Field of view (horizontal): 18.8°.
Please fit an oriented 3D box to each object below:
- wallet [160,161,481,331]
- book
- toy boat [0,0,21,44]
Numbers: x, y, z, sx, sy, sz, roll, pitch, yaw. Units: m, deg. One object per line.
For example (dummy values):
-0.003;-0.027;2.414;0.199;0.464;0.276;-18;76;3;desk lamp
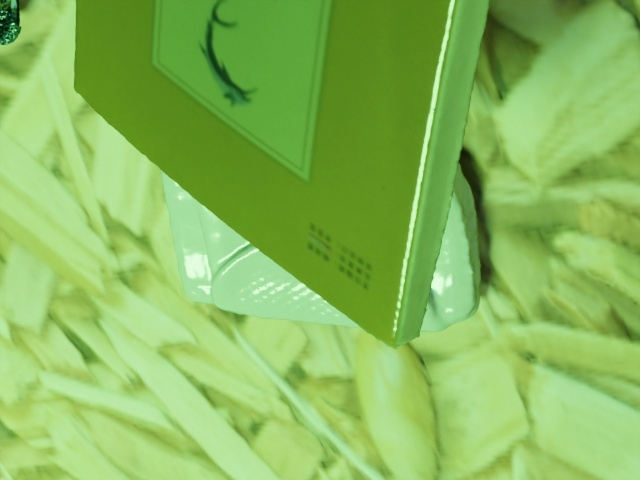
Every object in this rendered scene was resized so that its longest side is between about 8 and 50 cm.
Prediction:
0.000;0.000;1.116;0.183;0.032;0.124;5;128;17;wallet
-0.026;-0.158;0.905;0.269;0.032;0.389;39;141;29;book
-0.187;-0.142;1.055;0.038;0.038;0.083;2;131;18;toy boat
